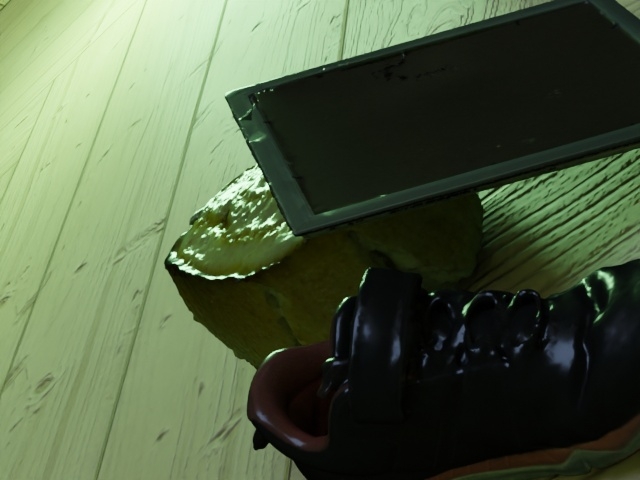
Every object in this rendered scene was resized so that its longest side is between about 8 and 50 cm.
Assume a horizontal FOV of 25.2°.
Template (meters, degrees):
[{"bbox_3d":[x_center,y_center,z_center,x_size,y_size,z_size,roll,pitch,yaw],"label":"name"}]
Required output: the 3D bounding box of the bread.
[{"bbox_3d":[0.000,0.000,1.001,0.257,0.124,0.186,-17,32,54],"label":"bread"}]

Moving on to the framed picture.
[{"bbox_3d":[0.090,-0.083,0.883,0.273,0.016,0.216,-16,31,-6],"label":"framed picture"}]

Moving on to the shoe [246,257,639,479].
[{"bbox_3d":[0.070,0.062,0.743,0.291,0.137,0.114,-30,30,38],"label":"shoe"}]
